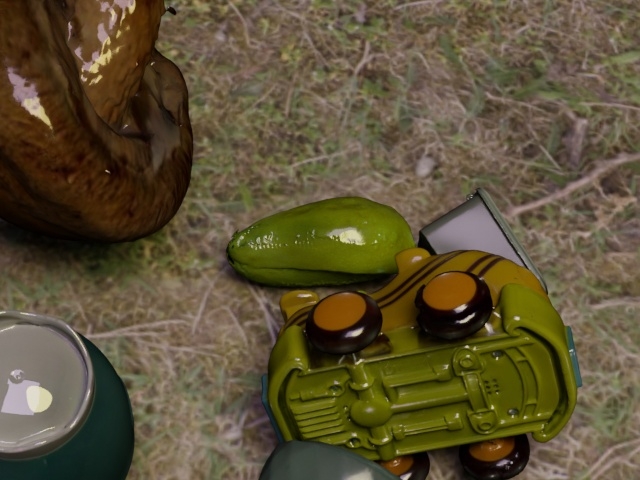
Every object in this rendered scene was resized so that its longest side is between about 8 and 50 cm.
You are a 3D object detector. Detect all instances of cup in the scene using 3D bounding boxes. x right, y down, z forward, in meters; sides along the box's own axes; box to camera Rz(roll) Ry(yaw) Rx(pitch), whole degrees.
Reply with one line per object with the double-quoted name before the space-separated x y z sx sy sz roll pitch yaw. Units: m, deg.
"cup" -0.224 0.134 1.054 0.168 0.173 0.299 -18 67 -17

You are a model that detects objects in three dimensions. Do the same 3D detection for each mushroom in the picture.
"mushroom" -0.211 -0.132 1.152 0.195 0.263 0.283 -6 72 34

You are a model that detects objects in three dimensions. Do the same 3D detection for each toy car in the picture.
"toy car" 0.078 0.091 1.108 0.248 0.200 0.142 -9 41 7

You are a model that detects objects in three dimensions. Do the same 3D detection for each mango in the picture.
"mango" 0.000 0.000 1.195 0.165 0.091 0.074 0 75 -8

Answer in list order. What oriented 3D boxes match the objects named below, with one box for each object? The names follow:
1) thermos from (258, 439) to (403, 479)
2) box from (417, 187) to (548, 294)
"thermos" -0.045 0.295 1.021 0.182 0.145 0.286 15 62 32
"box" 0.138 0.025 1.206 0.069 0.084 0.122 -27 69 -11
